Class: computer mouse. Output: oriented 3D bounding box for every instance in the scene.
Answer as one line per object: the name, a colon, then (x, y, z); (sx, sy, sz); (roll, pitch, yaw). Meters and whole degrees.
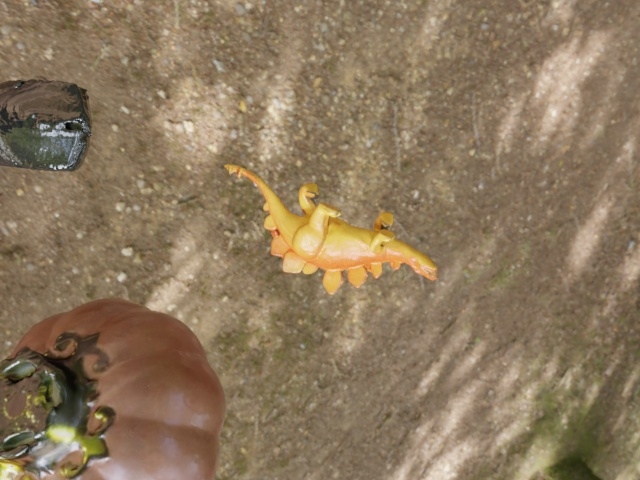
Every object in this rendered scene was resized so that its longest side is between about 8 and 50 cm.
computer mouse: (-0.408, -0.158, 0.899); (0.073, 0.217, 0.122); (-1, 97, -70)

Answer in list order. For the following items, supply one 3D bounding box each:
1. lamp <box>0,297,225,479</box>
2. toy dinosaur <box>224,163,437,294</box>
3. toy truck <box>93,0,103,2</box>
lamp: (-0.262, 0.208, 0.745); (0.305, 0.305, 0.239); (-53, 149, -7)
toy dinosaur: (0.000, 0.000, 0.780); (0.070, 0.288, 0.117); (-46, 154, -59)
toy truck: (-0.508, -0.608, 1.343); (0.140, 0.257, 0.108); (-42, -177, -25)
